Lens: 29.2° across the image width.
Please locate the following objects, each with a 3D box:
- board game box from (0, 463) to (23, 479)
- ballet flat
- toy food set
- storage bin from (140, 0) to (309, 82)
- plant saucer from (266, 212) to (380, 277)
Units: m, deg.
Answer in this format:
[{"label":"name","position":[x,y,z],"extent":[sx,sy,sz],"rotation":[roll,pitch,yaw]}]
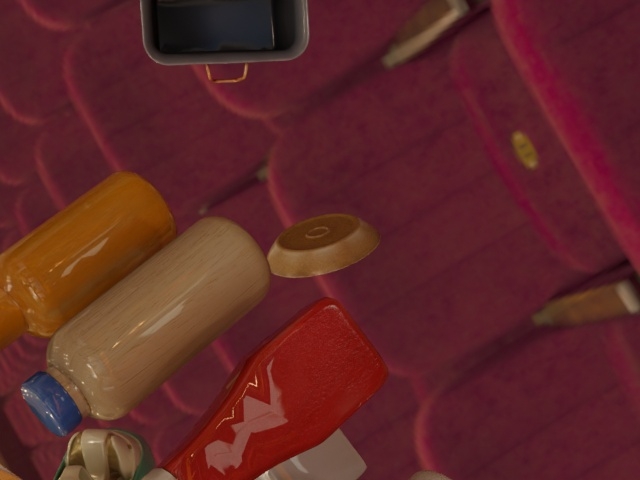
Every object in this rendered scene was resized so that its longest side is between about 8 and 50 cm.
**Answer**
[{"label":"board game box","position":[-0.267,0.261,0.778],"extent":[0.124,0.259,0.039],"rotation":[28,159,21]},{"label":"ballet flat","position":[-0.188,0.209,1.019],"extent":[0.247,0.083,0.087],"rotation":[-78,-7,-62]},{"label":"toy food set","position":[-0.034,0.085,0.464],"extent":[0.232,0.104,0.111],"rotation":[54,152,-6]},{"label":"storage bin","position":[-0.083,-0.181,1.031],"extent":[0.091,0.135,0.098],"rotation":[-164,70,-81]},{"label":"plant saucer","position":[0.000,0.000,0.860],"extent":[0.083,0.083,0.015],"rotation":[31,140,60]}]
